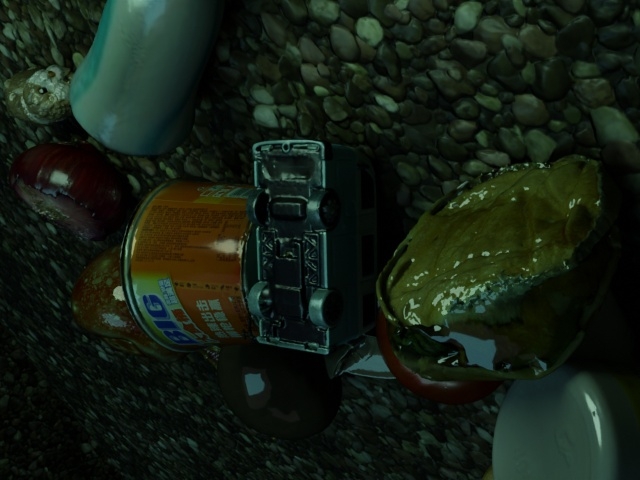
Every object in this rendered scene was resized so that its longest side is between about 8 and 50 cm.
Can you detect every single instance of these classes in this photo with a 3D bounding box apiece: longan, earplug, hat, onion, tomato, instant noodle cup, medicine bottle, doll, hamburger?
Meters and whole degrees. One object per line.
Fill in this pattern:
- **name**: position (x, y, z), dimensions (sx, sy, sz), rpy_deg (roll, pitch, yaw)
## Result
- **longan**: position (-0.079, 0.242, 1.418), dimensions (0.246, 0.215, 0.246), rpy_deg (16, 157, 7)
- **earplug**: position (-0.208, -0.273, 1.028), dimensions (0.185, 0.185, 0.324), rpy_deg (43, 141, 0)
- **hat**: position (0.078, 0.152, 1.304), dimensions (0.173, 0.144, 0.166), rpy_deg (-10, 142, -2)
- **onion**: position (-0.478, -0.097, 1.511), dimensions (0.248, 0.161, 0.248), rpy_deg (37, 157, 19)
- **tomato**: position (0.169, 0.122, 1.054), dimensions (0.195, 0.195, 0.136), rpy_deg (42, -178, 1)
- **instant noodle cup**: position (-0.122, 0.038, 1.189), dimensions (0.214, 0.296, 0.296), rpy_deg (0, 129, 37)
- **medicine bottle**: position (0.375, 0.239, 0.816), dimensions (0.340, 0.208, 0.208), rpy_deg (9, 151, -17)
- **tomato**: position (-0.344, 0.113, 1.549), dimensions (0.270, 0.222, 0.270), rpy_deg (22, 162, 7)
- **medicine bottle**: position (0.318, 0.138, 0.949), dimensions (0.139, 0.139, 0.237), rpy_deg (-7, 128, 50)
- **doll**: position (-0.512, -0.261, 1.407), dimensions (0.221, 0.105, 0.115), rpy_deg (11, 137, 38)
- **hamburger**: position (0.193, 0.036, 0.848), dimensions (0.285, 0.265, 0.134), rpy_deg (-4, 127, 51)

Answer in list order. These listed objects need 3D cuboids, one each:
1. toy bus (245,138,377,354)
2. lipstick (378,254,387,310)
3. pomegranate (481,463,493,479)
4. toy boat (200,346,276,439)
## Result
- **toy bus**: position (0.000, 0.000, 1.054), dimensions (0.133, 0.165, 0.271), rpy_deg (4, 99, 38)
- **lipstick**: position (0.127, 0.102, 1.165), dimensions (0.241, 0.080, 0.080), rpy_deg (40, 147, 4)
- **pomegranate**: position (0.359, 0.382, 1.071), dimensions (0.307, 0.307, 0.307), rpy_deg (28, 144, 22)
- **toy boat**: position (-0.182, 0.295, 1.702), dimensions (0.318, 0.099, 0.141), rpy_deg (47, 151, -11)
